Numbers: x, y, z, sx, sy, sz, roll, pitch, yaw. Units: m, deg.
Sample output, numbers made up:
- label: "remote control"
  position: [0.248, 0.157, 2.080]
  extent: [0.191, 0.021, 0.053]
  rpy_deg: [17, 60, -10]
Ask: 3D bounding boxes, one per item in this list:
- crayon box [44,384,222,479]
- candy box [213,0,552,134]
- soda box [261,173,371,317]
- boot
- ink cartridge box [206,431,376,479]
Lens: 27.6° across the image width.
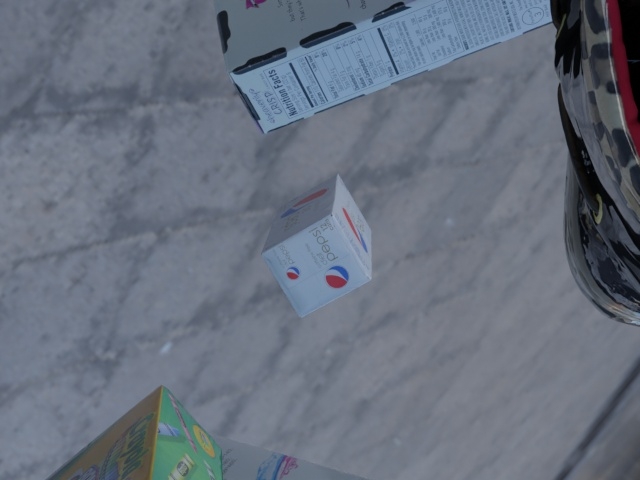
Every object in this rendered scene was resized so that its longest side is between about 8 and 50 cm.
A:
- label: "crayon box"
  position: [-0.157, 0.219, 0.955]
  extent: [0.165, 0.081, 0.278]
  rpy_deg: [-39, -170, 1]
- label: "candy box"
  position: [0.042, -0.188, 0.919]
  extent: [0.233, 0.159, 0.071]
  rpy_deg: [-19, 139, 8]
- label: "soda box"
  position: [0.000, 0.000, 1.197]
  extent: [0.074, 0.069, 0.216]
  rpy_deg: [-29, -171, 8]
- label: "boot"
  position: [0.173, -0.146, 0.615]
  extent: [0.284, 0.138, 0.377]
  rpy_deg: [24, 69, -82]
- label: "ink cartridge box"
  position: [-0.010, 0.311, 1.156]
  extent: [0.131, 0.306, 0.226]
  rpy_deg: [-47, 133, -35]
